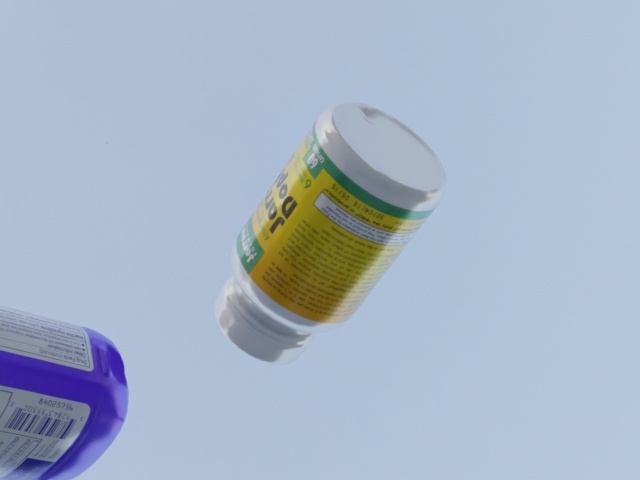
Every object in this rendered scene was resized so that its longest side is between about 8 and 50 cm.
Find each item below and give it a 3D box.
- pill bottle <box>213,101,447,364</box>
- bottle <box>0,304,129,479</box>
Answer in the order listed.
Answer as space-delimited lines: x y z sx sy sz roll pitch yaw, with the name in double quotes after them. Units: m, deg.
0.000 0.000 1.071 0.117 0.118 0.208 30 -60 -10 "pill bottle"
-0.260 0.081 0.815 0.282 0.092 0.118 19 -50 -38 "bottle"
